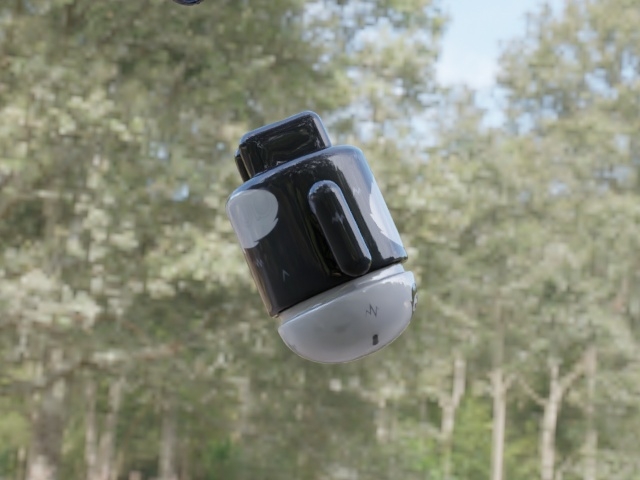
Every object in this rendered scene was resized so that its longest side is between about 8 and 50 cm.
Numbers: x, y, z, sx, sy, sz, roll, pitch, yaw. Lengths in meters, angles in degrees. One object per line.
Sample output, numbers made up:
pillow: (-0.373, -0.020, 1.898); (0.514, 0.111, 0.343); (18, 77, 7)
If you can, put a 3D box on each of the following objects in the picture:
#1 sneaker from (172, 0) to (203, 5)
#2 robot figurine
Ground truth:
sneaker: (-0.069, -0.163, 0.803); (0.052, 0.135, 0.058); (-8, -46, 0)
robot figurine: (0.002, 0.000, 1.652); (0.174, 0.278, 0.209); (-26, -7, 28)
